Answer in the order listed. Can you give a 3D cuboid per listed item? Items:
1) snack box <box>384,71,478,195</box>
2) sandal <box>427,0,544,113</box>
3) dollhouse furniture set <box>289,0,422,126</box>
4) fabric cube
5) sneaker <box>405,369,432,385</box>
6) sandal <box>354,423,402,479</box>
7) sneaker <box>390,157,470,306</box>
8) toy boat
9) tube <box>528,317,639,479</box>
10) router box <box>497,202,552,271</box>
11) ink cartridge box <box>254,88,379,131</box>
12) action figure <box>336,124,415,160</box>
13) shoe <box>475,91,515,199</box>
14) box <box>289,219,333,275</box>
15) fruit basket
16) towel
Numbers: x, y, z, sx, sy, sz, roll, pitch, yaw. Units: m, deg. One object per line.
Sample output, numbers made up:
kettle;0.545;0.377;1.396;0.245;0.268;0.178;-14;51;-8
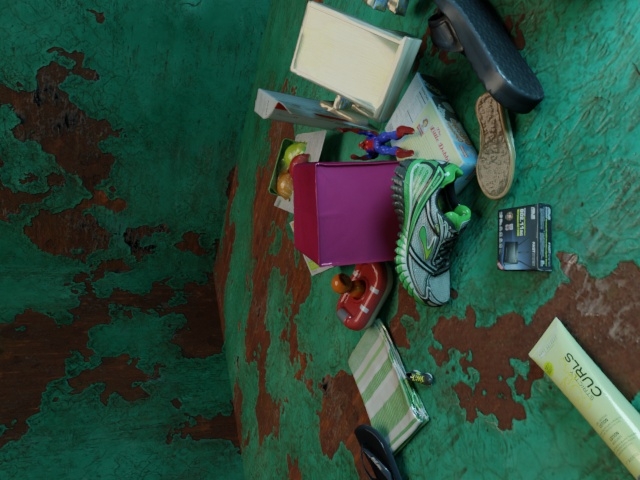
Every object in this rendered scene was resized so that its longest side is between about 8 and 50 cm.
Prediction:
snack box;0.265;-0.238;1.055;0.187;0.060;0.321;120;145;-49
sandal;0.297;-0.417;0.881;0.107;0.168;0.445;-49;44;48
dollhouse furniture set;0.155;-0.454;1.065;0.257;0.394;0.361;34;124;19
fabric cube;0.075;-0.086;1.147;0.258;0.254;0.258;-151;58;-73
sneaker;0.241;0.339;1.046;0.083;0.035;0.031;164;108;-65
sandal;0.158;0.598;1.099;0.254;0.055;0.097;59;139;31
sneaker;0.248;-0.007;0.933;0.146;0.134;0.343;7;114;42
toy boat;0.099;0.135;1.225;0.231;0.151;0.151;-63;29;7
tube;0.415;0.236;0.654;0.070;0.062;0.240;-34;37;9
router box;0.378;-0.003;0.794;0.092;0.038;0.122;171;102;-65
ink cartridge box;-0.026;-0.408;1.431;0.385;0.309;0.091;-126;46;-53
action figure;0.130;-0.261;1.144;0.280;0.139;0.091;-142;52;-74
shoe;0.358;-0.189;0.860;0.077;0.058;0.218;-6;85;45
box;0.000;0.000;1.442;0.114;0.103;0.203;-27;84;42
fruit basket;-0.078;-0.270;1.696;0.353;0.166;0.326;23;98;60
towel;0.170;0.410;1.194;0.324;0.038;0.247;-113;35;-45
